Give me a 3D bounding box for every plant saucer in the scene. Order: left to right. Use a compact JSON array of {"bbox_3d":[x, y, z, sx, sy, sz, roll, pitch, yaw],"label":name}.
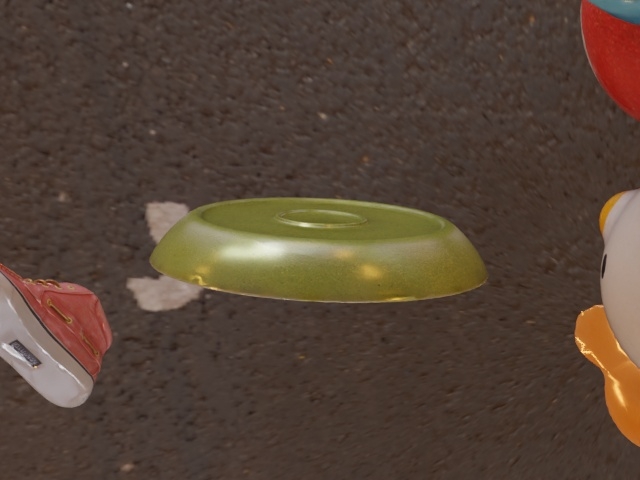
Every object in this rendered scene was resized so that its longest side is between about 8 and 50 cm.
[{"bbox_3d":[0.000,0.000,0.904,0.241,0.241,0.037,6,100,15],"label":"plant saucer"}]

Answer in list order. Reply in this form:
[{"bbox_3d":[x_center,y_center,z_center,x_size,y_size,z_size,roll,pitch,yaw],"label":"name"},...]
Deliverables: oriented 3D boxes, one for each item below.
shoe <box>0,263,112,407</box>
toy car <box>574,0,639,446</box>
[{"bbox_3d":[-0.248,0.057,1.081,0.063,0.081,0.178,-22,120,30],"label":"shoe"},{"bbox_3d":[0.179,-0.019,0.570,0.210,0.219,0.238,35,104,29],"label":"toy car"}]
